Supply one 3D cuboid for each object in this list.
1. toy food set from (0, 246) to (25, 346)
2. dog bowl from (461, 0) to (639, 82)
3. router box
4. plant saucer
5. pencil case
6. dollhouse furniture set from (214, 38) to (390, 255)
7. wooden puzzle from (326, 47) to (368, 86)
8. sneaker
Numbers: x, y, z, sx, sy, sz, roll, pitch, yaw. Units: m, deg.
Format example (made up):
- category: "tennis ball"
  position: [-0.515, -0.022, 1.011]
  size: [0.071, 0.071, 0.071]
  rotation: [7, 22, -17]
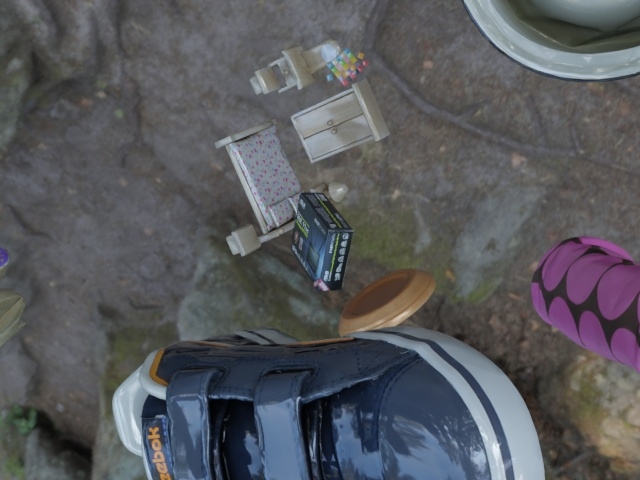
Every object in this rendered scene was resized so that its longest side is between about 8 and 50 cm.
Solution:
- category: "toy food set"
  position: [-0.152, 0.034, 0.335]
  size: [0.019, 0.078, 0.122]
  rotation: [44, 153, 4]
- category: "dog bowl"
  position: [0.394, -0.431, 1.222]
  size: [0.407, 0.150, 0.408]
  rotation: [5, 104, 20]
- category: "router box"
  position: [0.000, 0.000, 1.191]
  size: [0.038, 0.122, 0.092]
  rotation: [0, 117, -23]
- category: "plant saucer"
  position: [0.113, 0.109, 1.573]
  size: [0.200, 0.200, 0.037]
  rotation: [-19, 109, 45]
- category: "pencil case"
  position: [0.230, 0.051, 0.618]
  size: [0.098, 0.209, 0.095]
  rotation: [-6, 101, -7]
- category: "dollhouse furniture set"
  position: [-0.053, -0.185, 1.552]
  size: [0.173, 0.355, 0.303]
  rotation: [-18, 100, 38]
- category: "wooden puzzle"
  position: [0.045, -0.310, 1.561]
  size: [0.049, 0.083, 0.006]
  rotation: [49, 171, -14]
- category: "sneaker"
  position: [-0.022, 0.116, 0.493]
  size: [0.321, 0.127, 0.126]
  rotation: [-8, 93, 60]
